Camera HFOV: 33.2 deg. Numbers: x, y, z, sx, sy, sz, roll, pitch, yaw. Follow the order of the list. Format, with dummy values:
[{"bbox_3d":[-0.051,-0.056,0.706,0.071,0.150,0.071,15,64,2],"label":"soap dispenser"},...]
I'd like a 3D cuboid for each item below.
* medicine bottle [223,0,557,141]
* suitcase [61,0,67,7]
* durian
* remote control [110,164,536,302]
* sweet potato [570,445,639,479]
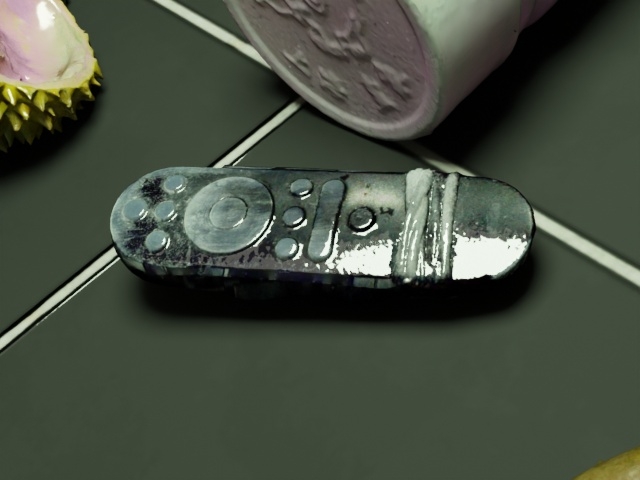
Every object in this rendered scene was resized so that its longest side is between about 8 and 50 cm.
[{"bbox_3d":[0.100,-0.248,0.731,0.212,0.212,0.325,28,66,37],"label":"medicine bottle"},{"bbox_3d":[-0.280,-0.231,0.973,0.086,0.059,0.126,-26,44,-2],"label":"suitcase"},{"bbox_3d":[-0.254,-0.138,0.831,0.165,0.132,0.182,-26,34,-18],"label":"durian"},{"bbox_3d":[0.000,0.000,0.663,0.266,0.066,0.090,3,65,19],"label":"remote control"},{"bbox_3d":[0.156,0.128,0.474,0.243,0.077,0.077,-23,46,6],"label":"sweet potato"}]
